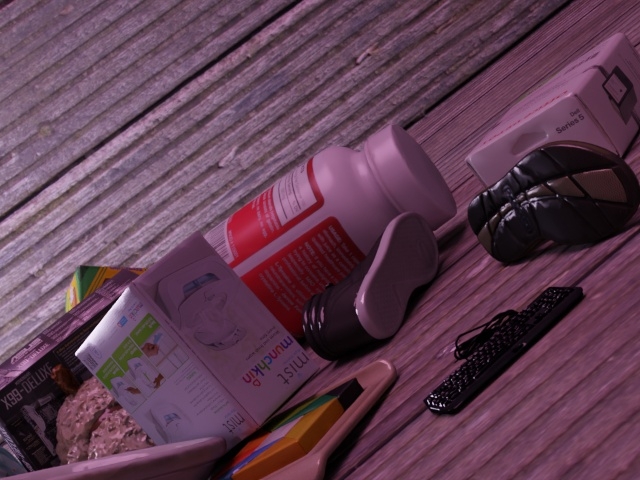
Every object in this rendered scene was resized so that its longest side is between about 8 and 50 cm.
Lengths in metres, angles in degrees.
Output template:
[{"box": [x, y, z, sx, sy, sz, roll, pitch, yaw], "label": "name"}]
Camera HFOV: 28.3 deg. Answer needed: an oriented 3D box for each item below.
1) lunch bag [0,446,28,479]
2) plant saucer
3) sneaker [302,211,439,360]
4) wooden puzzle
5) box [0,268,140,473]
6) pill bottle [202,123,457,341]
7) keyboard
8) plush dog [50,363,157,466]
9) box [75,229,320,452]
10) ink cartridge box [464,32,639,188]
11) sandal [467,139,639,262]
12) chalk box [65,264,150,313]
[{"box": [-0.559, 0.457, 2.074, 0.223, 0.160, 0.262, -42, -4, -11], "label": "lunch bag"}, {"box": [-0.295, 0.309, 1.433, 0.400, 0.100, 0.400, -12, -5, -1], "label": "plant saucer"}, {"box": [0.064, 0.061, 1.771, 0.147, 0.104, 0.296, -26, 16, 33], "label": "sneaker"}, {"box": [-0.039, 0.229, 1.419, 0.221, 0.044, 0.239, -32, 8, 32], "label": "wooden puzzle"}, {"box": [-0.350, 0.232, 1.979, 0.307, 0.242, 0.076, -41, 30, -22], "label": "box"}, {"box": [0.000, 0.000, 2.002, 0.407, 0.229, 0.229, -34, 7, 18], "label": "pill bottle"}, {"box": [0.170, 0.100, 1.267, 0.192, 0.038, 0.100, -38, 7, -19], "label": "keyboard"}, {"box": [-0.286, 0.282, 1.844, 0.262, 0.210, 0.225, -39, 30, -24], "label": "plush dog"}, {"box": [-0.163, 0.154, 1.598, 0.127, 0.231, 0.262, -42, -2, -35], "label": "box"}, {"box": [0.352, -0.166, 1.815, 0.198, 0.115, 0.273, -32, 8, 36], "label": "ink cartridge box"}, {"box": [0.272, -0.053, 1.484, 0.086, 0.120, 0.303, -25, 1, -23], "label": "sandal"}, {"box": [-0.377, 0.211, 2.367, 0.179, 0.289, 0.180, 4, -24, -20], "label": "chalk box"}]
